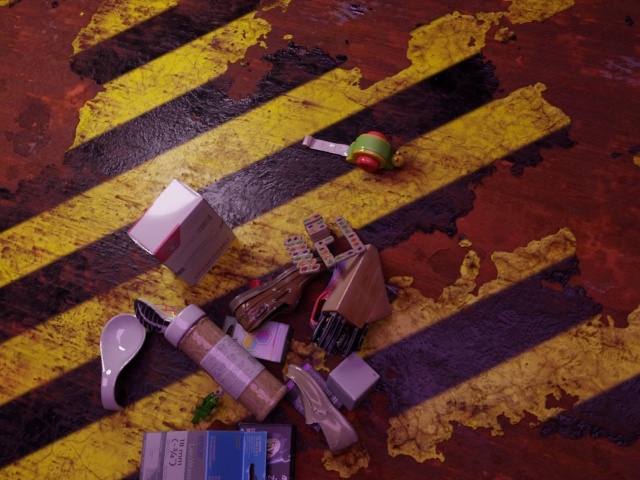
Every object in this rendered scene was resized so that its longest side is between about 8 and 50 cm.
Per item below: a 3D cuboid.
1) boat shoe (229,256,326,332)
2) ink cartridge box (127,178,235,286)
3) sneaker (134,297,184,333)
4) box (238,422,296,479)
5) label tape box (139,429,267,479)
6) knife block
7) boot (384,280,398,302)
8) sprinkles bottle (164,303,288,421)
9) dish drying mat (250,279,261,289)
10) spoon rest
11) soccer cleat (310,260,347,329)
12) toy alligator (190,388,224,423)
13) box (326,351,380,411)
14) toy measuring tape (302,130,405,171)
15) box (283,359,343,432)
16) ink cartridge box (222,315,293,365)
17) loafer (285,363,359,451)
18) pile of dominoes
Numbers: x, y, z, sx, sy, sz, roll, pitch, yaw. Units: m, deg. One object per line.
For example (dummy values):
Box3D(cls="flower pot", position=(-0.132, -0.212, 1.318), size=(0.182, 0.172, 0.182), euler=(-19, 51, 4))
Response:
Box3D(cls="boat shoe", position=(-0.099, 0.157, 1.875), size=(0.307, 0.111, 0.104), euler=(-29, 68, -17))
Box3D(cls="ink cartridge box", position=(-0.387, -0.015, 1.908), size=(0.117, 0.283, 0.207), euler=(35, 79, 22))
Box3D(cls="sneaker", position=(-0.444, 0.220, 1.943), size=(0.208, 0.082, 0.094), euler=(28, 32, 8))
Box3D(cls="box", position=(-0.143, 0.577, 1.769), size=(0.147, 0.077, 0.180), euler=(0, 71, 9))
Box3D(cls="label tape box", position=(-0.308, 0.611, 1.715), size=(0.333, 0.106, 0.241), euler=(-10, 68, 27))
Box3D(cls="knife block", position=(0.062, 0.167, 1.798), size=(0.242, 0.088, 0.276), euler=(-13, 91, -30))
Box3D(cls="boot", position=(0.179, 0.112, 1.902), size=(0.114, 0.037, 0.107), euler=(21, 89, 19))
Box3D(cls="sprinkles bottle", position=(-0.252, 0.327, 1.795), size=(0.355, 0.121, 0.121), euler=(40, 81, 8))
Box3D(cls="dish drying mat", position=(-0.188, 0.156, 1.961), size=(0.032, 0.008, 0.083), euler=(-10, 70, 6))
Box3D(cls="spoon rest", position=(-0.577, 0.344, 1.918), size=(0.137, 0.084, 0.277), euler=(1, 72, 9))
Box3D(cls="soccer cleat", position=(0.043, 0.145, 1.880), size=(0.083, 0.095, 0.248), euler=(23, 77, 20))
Box3D(cls="toy alligator", position=(-0.302, 0.440, 1.825), size=(0.056, 0.190, 0.051), euler=(33, 36, -10))
Box3D(cls="box", position=(0.085, 0.376, 1.783), size=(0.101, 0.087, 0.102), euler=(-37, 69, -27))
Box3D(cls="toy measuring tape", position=(0.096, -0.283, 2.014), size=(0.330, 0.121, 0.121), euler=(16, 74, 14))
Box3D(cls="box", position=(-0.023, 0.426, 1.829), size=(0.116, 0.029, 0.162), euler=(-45, 69, -7))
Box3D(cls="ink cartridge box", position=(-0.192, 0.276, 1.891), size=(0.209, 0.062, 0.109), euler=(10, 73, 13))
Box3D(cls="loafer", position=(-0.011, 0.440, 1.753), size=(0.092, 0.102, 0.268), euler=(-39, 71, -11))
Box3D(cls="pile of dominoes", position=(0.000, 0.000, 1.887), size=(0.195, 0.040, 0.251), euler=(-24, 29, -4))
